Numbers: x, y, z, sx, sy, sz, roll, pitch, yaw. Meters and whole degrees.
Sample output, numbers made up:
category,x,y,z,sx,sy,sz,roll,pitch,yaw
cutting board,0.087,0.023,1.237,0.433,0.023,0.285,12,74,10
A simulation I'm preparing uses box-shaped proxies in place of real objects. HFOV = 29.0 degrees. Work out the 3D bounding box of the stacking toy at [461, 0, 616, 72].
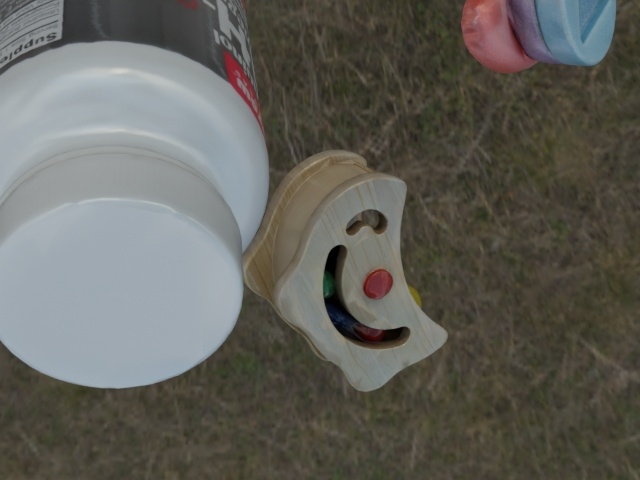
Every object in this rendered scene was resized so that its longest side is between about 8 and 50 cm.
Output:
category,x,y,z,sx,sy,sz,roll,pitch,yaw
stacking toy,0.203,-0.320,1.120,0.130,0.309,0.279,0,169,36

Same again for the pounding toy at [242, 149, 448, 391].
category,x,y,z,sx,sy,sz,roll,pitch,yaw
pounding toy,0.000,0.000,1.116,0.154,0.155,0.269,-46,129,-6

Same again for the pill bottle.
category,x,y,z,sx,sy,sz,roll,pitch,yaw
pill bottle,-0.123,-0.071,0.734,0.176,0.319,0.176,-5,131,-5
